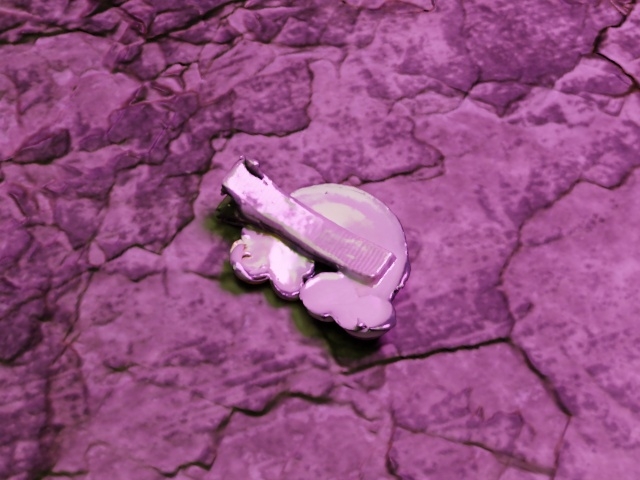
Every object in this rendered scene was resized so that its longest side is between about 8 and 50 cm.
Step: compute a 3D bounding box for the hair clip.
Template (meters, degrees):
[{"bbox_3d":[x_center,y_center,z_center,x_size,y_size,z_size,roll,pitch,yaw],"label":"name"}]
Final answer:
[{"bbox_3d":[0.000,0.000,1.249,0.172,0.049,0.116,30,63,14],"label":"hair clip"}]
